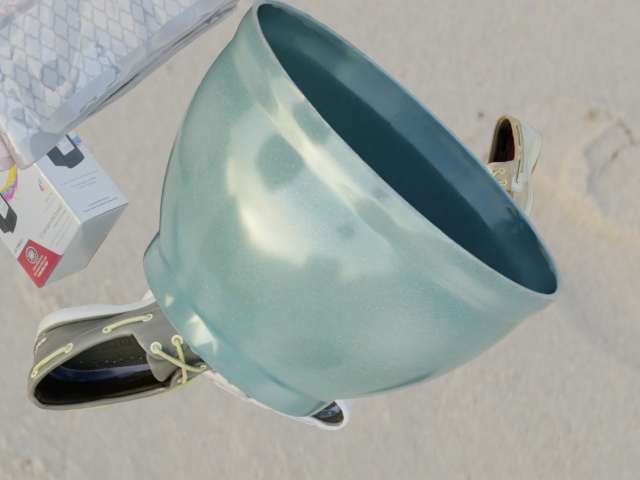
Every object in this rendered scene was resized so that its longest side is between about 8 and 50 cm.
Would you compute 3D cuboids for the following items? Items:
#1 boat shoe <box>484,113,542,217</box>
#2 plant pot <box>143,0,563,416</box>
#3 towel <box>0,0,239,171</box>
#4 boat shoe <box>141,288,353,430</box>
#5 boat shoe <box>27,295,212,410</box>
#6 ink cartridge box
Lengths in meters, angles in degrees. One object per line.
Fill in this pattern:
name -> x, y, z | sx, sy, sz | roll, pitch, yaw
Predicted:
boat shoe -> 0.164, -0.055, 1.461 | 0.045, 0.050, 0.135 | 35, 49, -27
plant pot -> 0.000, 0.000, 1.151 | 0.196, 0.293, 0.293 | -46, 62, 16
towel -> -0.206, -0.255, 1.206 | 0.053, 0.317, 0.332 | -11, 24, 38
boat shoe -> -0.080, 0.133, 1.861 | 0.277, 0.096, 0.098 | 27, 102, -10
boat shoe -> -0.159, 0.107, 1.635 | 0.305, 0.109, 0.091 | -13, 39, 22
ink cartridge box -> -0.299, -0.059, 1.701 | 0.072, 0.127, 0.175 | -28, 73, -45
